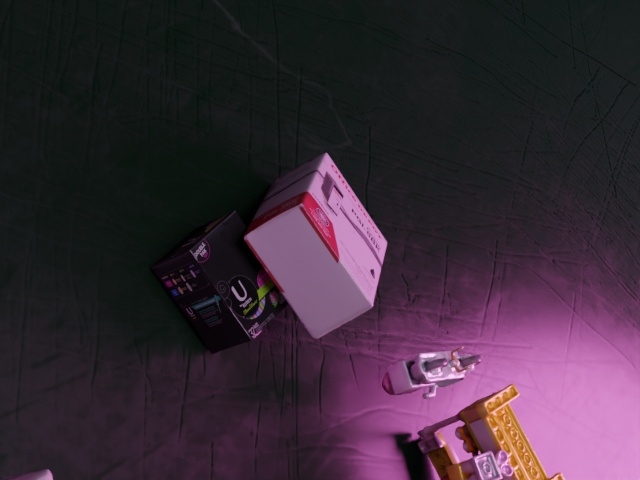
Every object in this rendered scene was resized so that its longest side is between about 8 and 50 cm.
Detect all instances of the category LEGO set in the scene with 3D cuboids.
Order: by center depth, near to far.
[{"bbox_3d":[0.121,0.232,0.997,0.132,0.107,0.287,7,63,-39],"label":"LEGO set"}]

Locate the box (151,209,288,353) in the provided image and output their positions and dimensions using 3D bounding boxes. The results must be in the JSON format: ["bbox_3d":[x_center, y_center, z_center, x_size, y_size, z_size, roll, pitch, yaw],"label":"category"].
[{"bbox_3d":[-0.073,0.032,0.940,0.083,0.052,0.062,56,45,-11],"label":"box"}]

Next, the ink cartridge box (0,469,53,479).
[{"bbox_3d":[-0.233,0.248,0.630,0.233,0.171,0.168,-26,94,-44],"label":"ink cartridge box"}]

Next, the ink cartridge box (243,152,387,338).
[{"bbox_3d":[0.000,0.000,0.976,0.099,0.056,0.135,55,18,-14],"label":"ink cartridge box"}]
